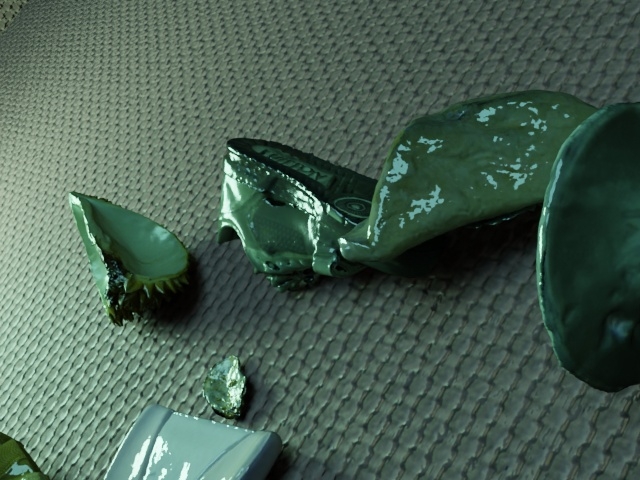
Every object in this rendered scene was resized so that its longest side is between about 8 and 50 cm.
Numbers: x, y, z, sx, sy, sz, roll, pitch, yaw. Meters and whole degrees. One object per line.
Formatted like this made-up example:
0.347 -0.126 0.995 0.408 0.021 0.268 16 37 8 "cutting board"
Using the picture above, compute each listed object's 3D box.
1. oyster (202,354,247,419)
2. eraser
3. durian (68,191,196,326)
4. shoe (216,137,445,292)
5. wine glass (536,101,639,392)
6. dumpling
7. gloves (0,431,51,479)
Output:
-0.097 0.160 0.923 0.054 0.019 0.083 -41 35 5 "oyster"
-0.157 0.280 0.835 0.204 0.059 0.243 2 55 45 "eraser"
-0.258 0.026 1.105 0.144 0.139 0.252 -43 37 12 "durian"
-0.002 0.001 0.924 0.293 0.109 0.149 31 119 35 "shoe"
0.333 0.023 0.453 0.406 0.267 0.267 12 65 55 "wine glass"
0.163 -0.089 0.784 0.332 0.086 0.166 -17 37 3 "dumpling"
-0.429 0.294 1.027 0.331 0.141 0.154 12 91 38 "gloves"
